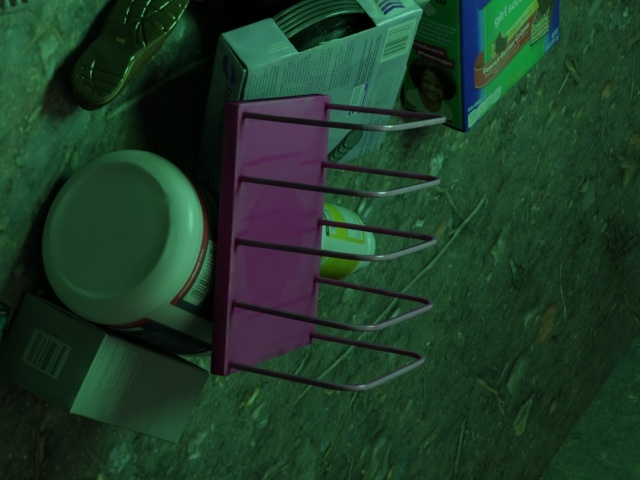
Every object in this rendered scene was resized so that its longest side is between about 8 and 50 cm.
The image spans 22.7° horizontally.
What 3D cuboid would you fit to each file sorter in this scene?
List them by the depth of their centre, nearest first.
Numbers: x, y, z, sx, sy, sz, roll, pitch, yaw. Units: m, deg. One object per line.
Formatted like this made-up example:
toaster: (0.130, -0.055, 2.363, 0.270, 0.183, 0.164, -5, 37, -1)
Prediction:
file sorter: (0.018, -0.001, 1.713, 0.202, 0.182, 0.290, -15, 111, -61)

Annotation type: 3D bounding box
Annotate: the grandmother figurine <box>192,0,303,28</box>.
grandmother figurine: (-0.056, -0.301, 1.780, 0.342, 0.208, 0.104, 89, -6, -55)

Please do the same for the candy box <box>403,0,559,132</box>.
candy box: (0.226, -0.359, 2.239, 0.268, 0.122, 0.317, -45, 143, -34)

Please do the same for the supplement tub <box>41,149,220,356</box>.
supplement tub: (-0.165, 0.024, 1.779, 0.191, 0.191, 0.272, -65, 151, -4)

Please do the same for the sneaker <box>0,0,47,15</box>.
sneaker: (-0.229, -0.347, 1.503, 0.321, 0.127, 0.126, -39, 142, 0)

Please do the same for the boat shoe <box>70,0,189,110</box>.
boat shoe: (-0.205, -0.210, 1.695, 0.178, 0.064, 0.060, -54, 179, -20)

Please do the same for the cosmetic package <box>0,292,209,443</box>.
cosmetic package: (-0.243, 0.148, 1.804, 0.107, 0.127, 0.238, -66, 153, -1)

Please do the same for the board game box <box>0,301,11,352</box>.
board game box: (-0.400, 0.124, 1.625, 0.186, 0.026, 0.126, 0, 109, -59)

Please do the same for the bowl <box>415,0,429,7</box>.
bowl: (0.074, -0.393, 1.920, 0.311, 0.163, 0.311, -37, 138, -42)

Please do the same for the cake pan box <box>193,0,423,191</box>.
cake pan box: (-0.017, -0.171, 1.866, 0.246, 0.070, 0.267, -24, 152, -26)

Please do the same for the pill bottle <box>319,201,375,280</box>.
pill bottle: (0.000, 0.000, 2.131, 0.184, 0.103, 0.103, 14, 98, -61)
